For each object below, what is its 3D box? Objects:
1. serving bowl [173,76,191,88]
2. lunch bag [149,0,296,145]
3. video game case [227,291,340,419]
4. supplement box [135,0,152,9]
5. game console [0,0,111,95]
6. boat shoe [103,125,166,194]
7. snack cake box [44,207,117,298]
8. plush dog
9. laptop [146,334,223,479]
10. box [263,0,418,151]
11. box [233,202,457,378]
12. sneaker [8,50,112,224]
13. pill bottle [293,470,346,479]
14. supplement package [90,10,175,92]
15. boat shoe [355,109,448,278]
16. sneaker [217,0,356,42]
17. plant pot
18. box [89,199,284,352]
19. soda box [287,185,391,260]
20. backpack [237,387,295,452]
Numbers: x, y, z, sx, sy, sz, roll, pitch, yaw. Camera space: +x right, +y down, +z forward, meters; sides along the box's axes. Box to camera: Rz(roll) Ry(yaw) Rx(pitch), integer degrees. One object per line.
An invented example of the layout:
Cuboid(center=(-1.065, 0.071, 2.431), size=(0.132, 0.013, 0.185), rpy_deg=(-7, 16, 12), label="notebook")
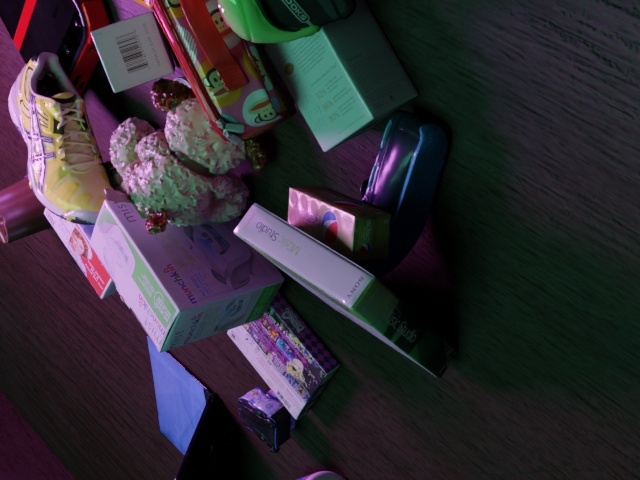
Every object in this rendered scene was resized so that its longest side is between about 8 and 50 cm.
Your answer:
Cuboid(center=(-0.227, -0.250, 1.540), size=(0.083, 0.027, 0.083), rpy_deg=(33, 139, 35), label="serving bowl")
Cuboid(center=(-0.140, -0.281, 1.212), size=(0.258, 0.120, 0.293), rpy_deg=(-65, -50, -80), label="lunch bag")
Cuboid(center=(-0.078, 0.206, 1.677), size=(0.232, 0.042, 0.210), rpy_deg=(49, 145, 17), label="video game case")
Cuboid(center=(-0.274, -0.476, 1.381), size=(0.104, 0.081, 0.188), rpy_deg=(33, 139, 34), label="supplement box")
Cuboid(center=(-0.564, -0.484, 1.790), size=(0.342, 0.060, 0.386), rpy_deg=(62, 146, 4), label="game console")
Cuboid(center=(-0.359, -0.166, 1.700), size=(0.123, 0.123, 0.342), rpy_deg=(60, 153, -2), label="boat shoe")
Cuboid(center=(-0.541, -0.011, 2.079), size=(0.264, 0.089, 0.152), rpy_deg=(55, 144, 7), label="snack cake box")
Cuboid(center=(-0.213, -0.138, 1.438), size=(0.262, 0.210, 0.225), rpy_deg=(30, 114, -11), label="plush dog")
Cuboid(center=(-0.370, 0.520, 2.138), size=(0.236, 0.408, 0.382), rpy_deg=(9, 129, 9), label="laptop")
Cuboid(center=(0.025, -0.227, 1.169), size=(0.170, 0.091, 0.130), rpy_deg=(61, 147, -1), label="box")
Cuboid(center=(0.044, 0.077, 1.250), size=(0.232, 0.058, 0.322), rpy_deg=(31, 175, 35), label="box")
Cuboid(center=(-0.507, -0.199, 1.703), size=(0.385, 0.145, 0.147), rpy_deg=(58, 142, 19), label="sneaker")
Cuboid(center=(-0.029, 0.551, 1.803), size=(0.124, 0.124, 0.221), rpy_deg=(57, 147, 5), label="pill bottle")
Cuboid(center=(-0.307, -0.316, 1.458), size=(0.179, 0.105, 0.105), rpy_deg=(-121, 11, -73), label="supplement package")
Cuboid(center=(0.102, -0.063, 1.208), size=(0.089, 0.109, 0.258), rpy_deg=(46, 128, 32), label="boat shoe")
Cuboid(center=(-0.029, -0.476, 1.008), size=(0.185, 0.202, 0.483), rpy_deg=(-104, 13, -71), label="sneaker")
Cuboid(center=(-0.760, -0.080, 2.245), size=(0.167, 0.165, 0.167), rpy_deg=(32, 138, 34), label="plant pot")
Cuboid(center=(-0.241, 0.039, 1.554), size=(0.262, 0.231, 0.127), rpy_deg=(52, 133, 24), label="box")
Cuboid(center=(0.021, -0.027, 1.190), size=(0.181, 0.058, 0.061), rpy_deg=(28, 118, 56), label="soda box")
Cuboid(center=(-0.108, 0.355, 1.792), size=(0.114, 0.084, 0.105), rpy_deg=(28, 135, 32), label="backpack")
